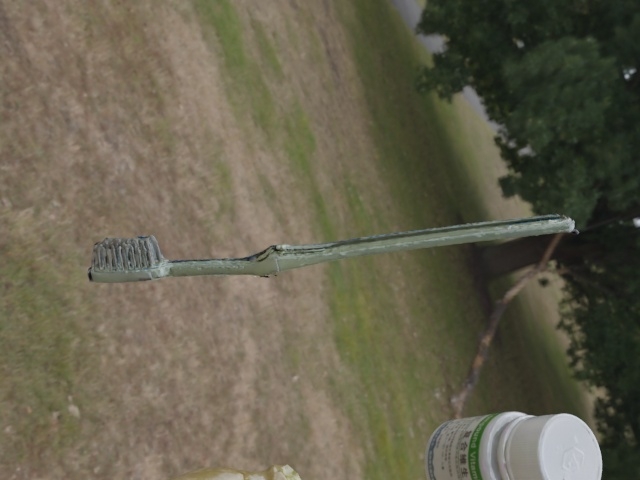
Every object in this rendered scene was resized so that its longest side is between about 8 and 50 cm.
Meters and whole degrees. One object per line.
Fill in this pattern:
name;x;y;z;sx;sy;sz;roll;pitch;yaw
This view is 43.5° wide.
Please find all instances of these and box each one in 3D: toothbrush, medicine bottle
toothbrush;0.001;0.005;0.474;0.026;0.294;0.028;-75;161;-69
medicine bottle;0.265;0.311;1.124;0.139;0.237;0.139;9;71;-28

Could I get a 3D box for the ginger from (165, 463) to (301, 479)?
ginger;-0.102;0.318;0.894;0.267;0.152;0.138;-4;61;-42
